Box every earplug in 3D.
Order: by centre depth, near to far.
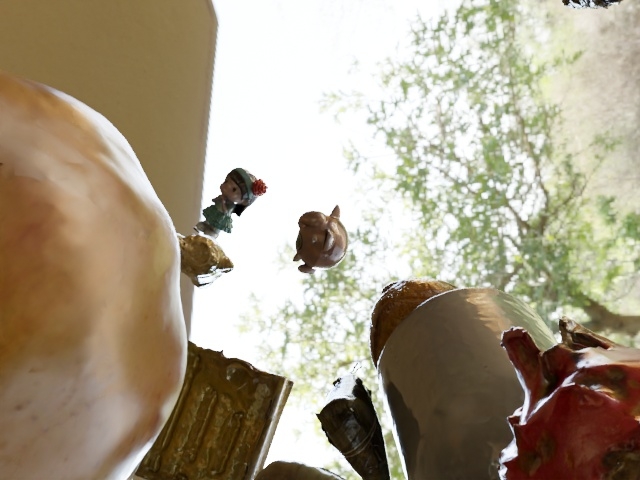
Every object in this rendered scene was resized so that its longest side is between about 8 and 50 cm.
[{"bbox_3d":[0.258,0.288,0.997,0.394,0.312,0.313,-94,-10,-70],"label":"earplug"}]

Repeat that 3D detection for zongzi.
[{"bbox_3d":[0.073,0.316,1.102,0.184,0.084,0.187,58,-169,-1],"label":"zongzi"}]

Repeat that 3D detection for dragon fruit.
[{"bbox_3d":[0.207,0.161,0.417,0.205,0.210,0.268,69,176,-54],"label":"dragon fruit"}]

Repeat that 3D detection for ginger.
[{"bbox_3d":[-0.191,0.029,1.095,0.205,0.115,0.081,37,-145,-70],"label":"ginger"}]

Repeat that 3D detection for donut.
[{"bbox_3d":[0.192,0.179,1.258,0.114,0.226,0.227,-54,-45,-74],"label":"donut"}]

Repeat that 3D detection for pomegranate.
[{"bbox_3d":[-0.299,0.062,0.530,0.411,0.411,0.412,-5,-90,-65],"label":"pomegranate"}]

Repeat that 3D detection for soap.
[{"bbox_3d":[-0.207,0.364,1.324,0.281,0.259,0.143,-69,-27,-14],"label":"soap"}]

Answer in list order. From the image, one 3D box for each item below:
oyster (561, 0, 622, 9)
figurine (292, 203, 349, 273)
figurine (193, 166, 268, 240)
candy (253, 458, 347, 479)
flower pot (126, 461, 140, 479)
[{"bbox_3d":[0.432,-0.401,1.087,0.051,0.103,0.148,-63,4,12],"label":"oyster"},{"bbox_3d":[0.000,0.000,1.416,0.138,0.125,0.125,-63,-2,39],"label":"figurine"},{"bbox_3d":[-0.266,-0.103,2.005,0.245,0.138,0.110,-52,-20,7],"label":"figurine"},{"bbox_3d":[0.013,0.314,0.745,0.104,0.234,0.102,33,-108,-34],"label":"candy"},{"bbox_3d":[-0.358,0.275,0.788,0.290,0.259,0.290,-156,90,-85],"label":"flower pot"}]
